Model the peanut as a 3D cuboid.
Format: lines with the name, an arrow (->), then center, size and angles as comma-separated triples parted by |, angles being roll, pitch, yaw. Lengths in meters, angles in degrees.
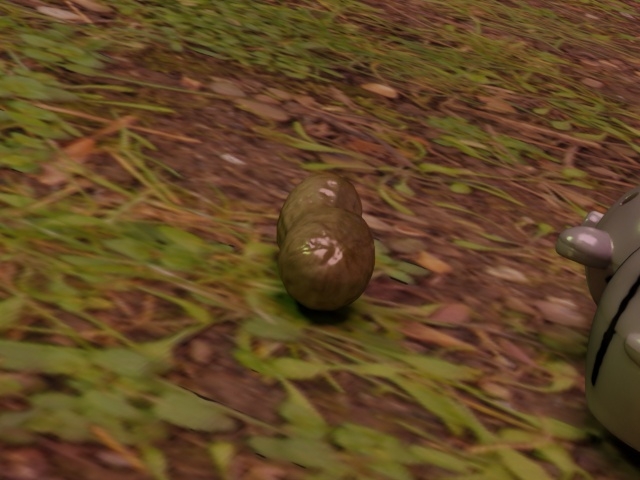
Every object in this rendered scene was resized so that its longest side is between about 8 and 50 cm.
peanut -> 0.000, 0.000, 0.641 | 0.037, 0.037, 0.083 | 13, 26, -13

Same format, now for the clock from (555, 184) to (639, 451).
clock -> 0.134, 0.025, 0.616 | 0.117, 0.080, 0.176 | 23, 17, 17
